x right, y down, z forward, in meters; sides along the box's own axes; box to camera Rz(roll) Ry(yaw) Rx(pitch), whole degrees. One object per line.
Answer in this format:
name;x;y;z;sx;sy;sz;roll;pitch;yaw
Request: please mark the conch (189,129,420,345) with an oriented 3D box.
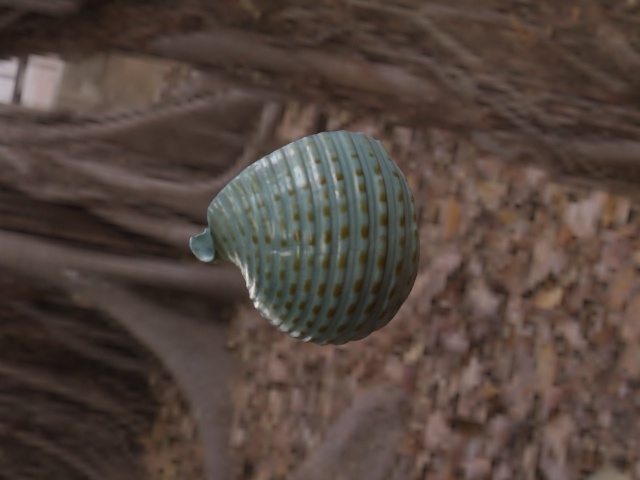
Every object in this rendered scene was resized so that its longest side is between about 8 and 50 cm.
conch;0.003;0.002;0.616;0.056;0.085;0.076;43;120;29
